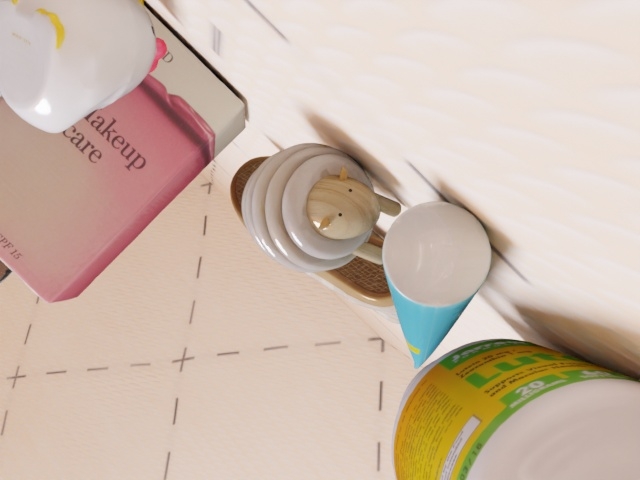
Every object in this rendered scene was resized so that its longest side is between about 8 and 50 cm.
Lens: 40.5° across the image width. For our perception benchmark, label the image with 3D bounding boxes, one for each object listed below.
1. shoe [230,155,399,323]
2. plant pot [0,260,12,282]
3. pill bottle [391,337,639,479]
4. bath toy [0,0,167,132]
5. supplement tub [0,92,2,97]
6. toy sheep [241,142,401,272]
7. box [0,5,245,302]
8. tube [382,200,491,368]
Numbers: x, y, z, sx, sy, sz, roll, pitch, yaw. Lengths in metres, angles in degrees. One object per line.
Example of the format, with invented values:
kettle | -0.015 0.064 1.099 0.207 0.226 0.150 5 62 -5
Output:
shoe | 0.000 0.000 0.754 0.219 0.076 0.058 39 169 34
plant pot | -0.383 -0.096 1.062 0.167 0.187 0.188 37 -146 -22
pill bottle | 0.115 0.128 0.489 0.136 0.136 0.245 44 176 -5
bath toy | -0.243 -0.212 0.652 0.348 0.151 0.129 39 -149 24
supplement tub | -0.292 -0.183 0.930 0.316 0.193 0.193 43 176 6
toy sheep | -0.006 -0.020 0.555 0.091 0.091 0.132 45 157 -23
box | -0.195 -0.078 0.754 0.148 0.232 0.127 44 176 -3
tube | 0.065 0.028 0.516 0.052 0.080 0.207 13 168 8
